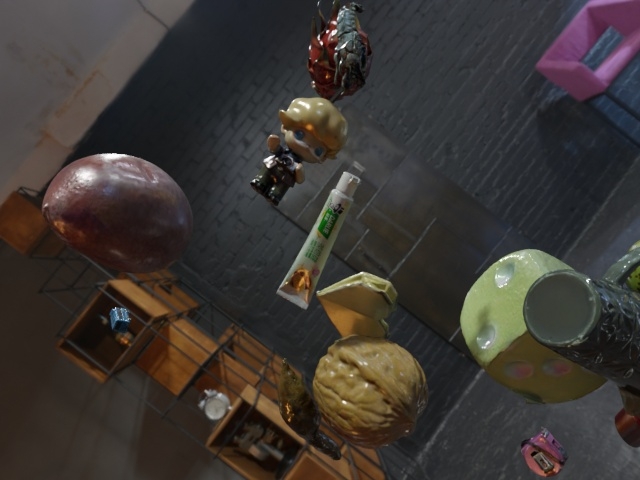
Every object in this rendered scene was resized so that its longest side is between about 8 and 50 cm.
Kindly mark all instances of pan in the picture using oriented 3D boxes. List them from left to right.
[{"bbox_3d":[-0.002,-0.342,1.256,0.235,0.028,0.136,-47,22,29],"label":"pan"}]

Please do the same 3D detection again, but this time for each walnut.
[{"bbox_3d":[0.092,0.272,0.848,0.213,0.213,0.213,-52,0,-1],"label":"walnut"}]

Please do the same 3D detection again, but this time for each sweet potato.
[{"bbox_3d":[-0.029,0.356,0.929,0.075,0.269,0.075,-22,21,9],"label":"sweet potato"}]

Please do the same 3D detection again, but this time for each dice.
[{"bbox_3d":[0.488,0.189,1.043,0.250,0.252,0.254,-57,13,27],"label":"dice"}]

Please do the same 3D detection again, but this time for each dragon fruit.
[{"bbox_3d":[0.052,-0.513,1.289,0.192,0.193,0.274,-29,-40,-44],"label":"dragon fruit"}]

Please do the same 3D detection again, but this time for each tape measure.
[{"bbox_3d":[0.695,0.666,1.457,0.074,0.125,0.118,-6,-44,-50],"label":"tape measure"}]

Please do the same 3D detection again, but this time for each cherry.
[{"bbox_3d":[-0.392,-0.056,0.916,0.221,0.261,0.307,-60,-24,6],"label":"cherry"}]

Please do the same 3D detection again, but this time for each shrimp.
[{"bbox_3d":[0.048,-0.366,0.877,0.082,0.174,0.076,-8,-8,42],"label":"shrimp"}]

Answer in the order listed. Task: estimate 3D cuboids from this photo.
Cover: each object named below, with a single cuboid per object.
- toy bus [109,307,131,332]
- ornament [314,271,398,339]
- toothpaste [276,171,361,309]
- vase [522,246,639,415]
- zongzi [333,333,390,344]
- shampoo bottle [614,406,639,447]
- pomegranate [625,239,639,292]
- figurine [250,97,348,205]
[{"bbox_3d":[-0.549,0.217,1.280,0.083,0.046,0.038,36,103,57],"label":"toy bus"},{"bbox_3d":[0.069,0.144,1.009,0.059,0.180,0.201,-51,-26,-44],"label":"ornament"},{"bbox_3d":[0.000,0.000,1.017,0.058,0.056,0.314,42,111,51],"label":"toothpaste"},{"bbox_3d":[0.419,0.117,0.657,0.156,0.301,0.251,26,95,59],"label":"vase"},{"bbox_3d":[0.133,0.346,1.528,0.184,0.084,0.187,-17,-17,-5],"label":"zongzi"},{"bbox_3d":[0.867,0.488,1.267,0.064,0.102,0.260,-18,-35,9],"label":"shampoo bottle"},{"bbox_3d":[0.802,0.040,1.038,0.214,0.214,0.248,-43,-30,-88],"label":"pomegranate"},{"bbox_3d":[-0.040,-0.154,0.789,0.196,0.114,0.108,-50,-3,-14],"label":"figurine"}]
